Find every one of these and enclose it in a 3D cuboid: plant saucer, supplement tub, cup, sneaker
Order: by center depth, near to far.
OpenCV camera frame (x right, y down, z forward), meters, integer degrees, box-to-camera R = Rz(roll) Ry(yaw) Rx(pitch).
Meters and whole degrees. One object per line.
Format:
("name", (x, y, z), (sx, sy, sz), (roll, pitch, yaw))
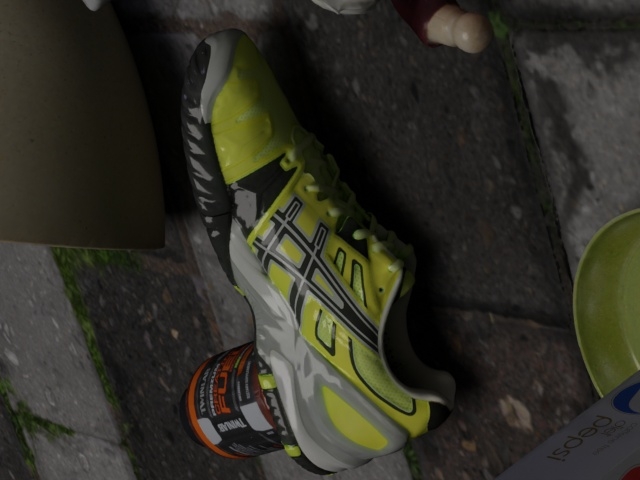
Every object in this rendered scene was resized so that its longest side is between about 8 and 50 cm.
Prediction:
("plant saucer", (0.282, 0.078, 1.302), (0.241, 0.037, 0.241), (31, 136, 36))
("sneaker", (0.000, 0.000, 1.544), (0.147, 0.145, 0.384), (-16, 104, 19))
("cup", (-0.292, -0.126, 1.683), (0.331, 0.331, 0.237), (9, 93, 49))
("supplement tub", (-0.057, 0.146, 1.723), (0.198, 0.106, 0.106), (-24, 95, 55))

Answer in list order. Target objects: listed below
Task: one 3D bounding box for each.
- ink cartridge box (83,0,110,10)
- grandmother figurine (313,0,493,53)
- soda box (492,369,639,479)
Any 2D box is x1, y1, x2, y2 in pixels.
("ink cartridge box", (-0.180, -0.317, 1.395), (0.223, 0.129, 0.307), (54, 170, -4))
("grandmother figurine", (0.084, -0.229, 1.281), (0.342, 0.104, 0.207), (-14, 76, 58))
("soda box", (0.205, 0.150, 1.227), (0.069, 0.216, 0.074), (9, 122, 49))
